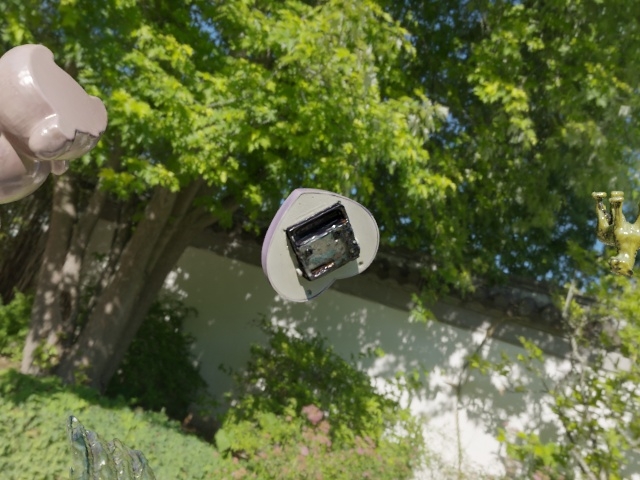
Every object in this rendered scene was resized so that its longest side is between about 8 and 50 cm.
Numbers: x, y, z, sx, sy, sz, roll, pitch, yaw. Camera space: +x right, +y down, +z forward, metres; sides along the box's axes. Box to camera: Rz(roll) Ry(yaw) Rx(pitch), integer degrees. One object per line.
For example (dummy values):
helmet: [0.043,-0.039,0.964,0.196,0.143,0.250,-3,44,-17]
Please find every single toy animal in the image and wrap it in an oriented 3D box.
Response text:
toy animal: [-0.311,-0.081,0.506,0.124,0.212,0.124,54,10,-15]
toy animal: [0.542,-0.019,1.001,0.073,0.136,0.181,0,11,6]

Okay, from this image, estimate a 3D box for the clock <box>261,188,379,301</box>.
clock: [0.000,0.000,0.849,0.064,0.198,0.172,32,-34,61]

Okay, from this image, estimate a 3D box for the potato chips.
potato chips: [-0.236,0.259,0.609,0.092,0.028,0.207,10,11,-32]
